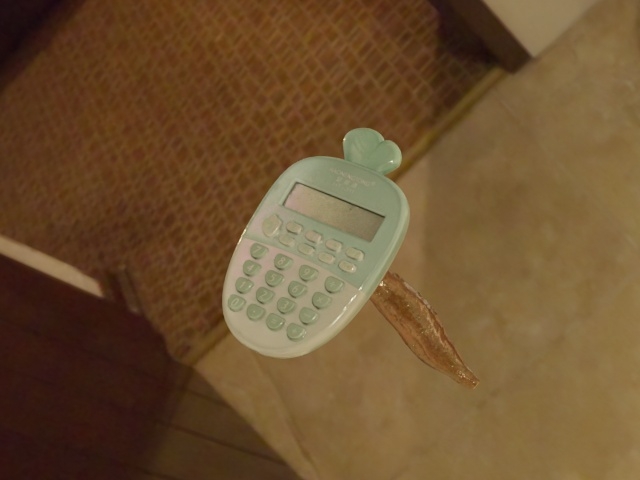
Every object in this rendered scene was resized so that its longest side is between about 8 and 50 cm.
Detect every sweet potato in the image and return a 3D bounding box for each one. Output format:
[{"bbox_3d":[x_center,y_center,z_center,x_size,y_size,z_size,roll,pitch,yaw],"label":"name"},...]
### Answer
[{"bbox_3d":[0.131,0.103,1.544,0.066,0.314,0.072,-26,17,51],"label":"sweet potato"}]

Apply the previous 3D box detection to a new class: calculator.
[{"bbox_3d":[0.000,0.000,1.169,0.184,0.042,0.295,24,74,30],"label":"calculator"}]
